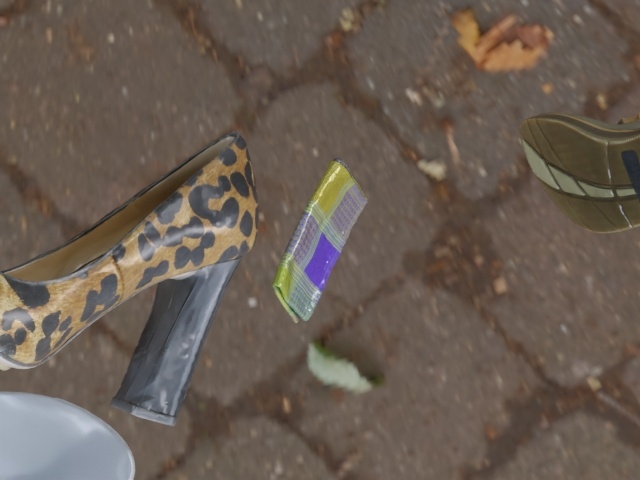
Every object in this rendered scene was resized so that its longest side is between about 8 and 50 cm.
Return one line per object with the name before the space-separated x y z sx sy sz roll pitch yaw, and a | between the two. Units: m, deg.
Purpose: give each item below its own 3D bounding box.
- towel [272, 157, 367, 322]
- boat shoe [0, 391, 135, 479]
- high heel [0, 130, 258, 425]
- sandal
towel | 0.000 0.000 1.038 0.009 0.060 0.083 20 72 23
boat shoe | -0.251 0.158 1.419 0.228 0.076 0.080 9 69 -2
high heel | -0.153 -0.012 1.112 0.261 0.093 0.186 25 83 -41
sandal | 0.180 -0.044 1.050 0.049 0.180 0.072 -29 106 -31
